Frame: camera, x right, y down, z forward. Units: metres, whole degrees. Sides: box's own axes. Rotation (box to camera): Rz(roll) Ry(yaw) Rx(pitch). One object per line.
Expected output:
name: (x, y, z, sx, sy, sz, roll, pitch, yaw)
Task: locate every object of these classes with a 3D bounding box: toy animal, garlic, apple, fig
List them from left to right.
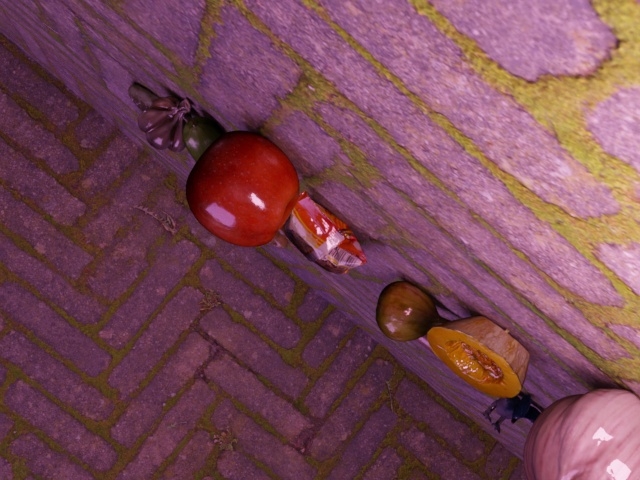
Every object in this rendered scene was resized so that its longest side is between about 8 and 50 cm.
garlic: (-0.347, -0.280, 1.691, 0.131, 0.127, 0.194, 46, 150, -24)
apple: (-0.151, -0.101, 1.407, 0.201, 0.218, 0.218, 30, 171, 4)
fig: (0.247, 0.176, 1.644, 0.245, 0.149, 0.149, 13, 161, 26)
toy animal: (0.529, 0.449, 1.953, 0.239, 0.176, 0.255, 42, -154, 0)
garlic: (0.479, 0.393, 1.205, 0.317, 0.259, 0.317, 33, 171, 6)

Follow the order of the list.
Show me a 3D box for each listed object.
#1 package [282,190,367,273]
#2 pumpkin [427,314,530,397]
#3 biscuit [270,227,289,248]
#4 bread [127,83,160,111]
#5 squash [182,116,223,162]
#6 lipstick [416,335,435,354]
package: (-0.005, -0.005, 1.645, 0.223, 0.108, 0.288, 43, 166, -1)
pumpkin: (0.337, 0.219, 1.465, 0.217, 0.110, 0.217, 40, 161, 17)
biscuit: (-0.186, -0.067, 2.243, 0.259, 0.079, 0.259, 37, 172, 6)
bread: (-0.427, -0.333, 1.985, 0.267, 0.040, 0.267, 38, 171, 7)
squash: (-0.243, -0.189, 1.762, 0.101, 0.101, 0.378, 36, 172, 22)
lipstick: (0.289, 0.250, 1.917, 0.254, 0.070, 0.070, 36, 172, 17)
